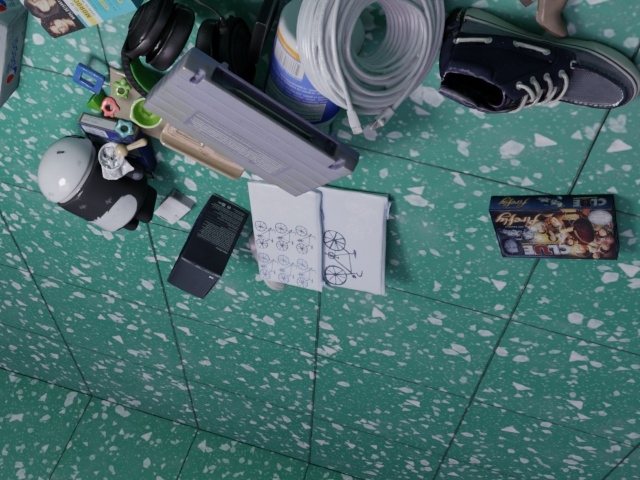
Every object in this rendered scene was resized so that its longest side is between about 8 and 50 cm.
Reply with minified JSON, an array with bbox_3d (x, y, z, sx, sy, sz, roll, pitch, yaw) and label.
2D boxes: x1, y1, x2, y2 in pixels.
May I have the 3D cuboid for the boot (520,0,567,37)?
[{"bbox_3d":[0.369,-0.376,1.201,0.118,0.042,0.087,33,142,-19],"label":"boot"}]

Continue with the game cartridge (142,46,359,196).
[{"bbox_3d":[-0.130,-0.204,1.418,0.355,0.068,0.230,30,162,-23],"label":"game cartridge"}]

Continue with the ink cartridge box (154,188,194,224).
[{"bbox_3d":[-0.380,-0.085,2.000,0.063,0.029,0.115,34,145,-20],"label":"ink cartridge box"}]

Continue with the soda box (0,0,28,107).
[{"bbox_3d":[-0.703,-0.408,1.662,0.098,0.091,0.286,28,145,-11],"label":"soda box"}]

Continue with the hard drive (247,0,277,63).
[{"bbox_3d":[-0.094,-0.384,1.342,0.022,0.135,0.094,18,146,-5],"label":"hard drive"}]

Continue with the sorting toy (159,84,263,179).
[{"bbox_3d":[-0.207,-0.248,1.612,0.193,0.038,0.208,26,119,-17],"label":"sorting toy"}]

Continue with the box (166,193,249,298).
[{"bbox_3d":[-0.280,0.017,1.930,0.108,0.207,0.153,28,145,-11],"label":"box"}]

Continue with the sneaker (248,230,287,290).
[{"bbox_3d":[-0.110,0.055,2.022,0.094,0.080,0.212,-7,137,17],"label":"sneaker"}]

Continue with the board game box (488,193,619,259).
[{"bbox_3d":[0.490,-0.026,1.622,0.244,0.042,0.165,0,141,27],"label":"board game box"}]

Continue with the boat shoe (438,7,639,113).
[{"bbox_3d":[0.351,-0.256,1.272,0.341,0.158,0.127,18,146,5],"label":"boat shoe"}]

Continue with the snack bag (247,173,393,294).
[{"bbox_3d":[0.000,0.000,1.855,0.343,0.037,0.323,10,131,14],"label":"snack bag"}]

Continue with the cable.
[{"bbox_3d":[0.084,-0.333,1.238,0.089,0.257,0.257,36,165,49],"label":"cable"}]

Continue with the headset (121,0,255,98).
[{"bbox_3d":[-0.221,-0.377,1.396,0.244,0.185,0.394,16,151,-10],"label":"headset"}]

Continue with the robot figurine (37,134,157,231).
[{"bbox_3d":[-0.518,-0.131,1.807,0.278,0.209,0.173,32,-170,-38],"label":"robot figurine"}]

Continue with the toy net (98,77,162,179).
[{"bbox_3d":[-0.425,-0.222,1.644,0.122,0.045,0.232,24,115,-19],"label":"toy net"}]

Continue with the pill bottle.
[{"bbox_3d":[-0.024,-0.296,1.415,0.152,0.152,0.272,21,147,-1],"label":"pill bottle"}]

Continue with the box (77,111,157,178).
[{"bbox_3d":[-0.469,-0.219,1.823,0.137,0.036,0.225,15,160,7],"label":"box"}]

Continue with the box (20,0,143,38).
[{"bbox_3d":[-0.452,-0.467,1.479,0.244,0.060,0.100,-6,138,33],"label":"box"}]

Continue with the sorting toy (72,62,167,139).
[{"bbox_3d":[-0.366,-0.294,1.691,0.348,0.047,0.196,21,150,-1],"label":"sorting toy"}]
